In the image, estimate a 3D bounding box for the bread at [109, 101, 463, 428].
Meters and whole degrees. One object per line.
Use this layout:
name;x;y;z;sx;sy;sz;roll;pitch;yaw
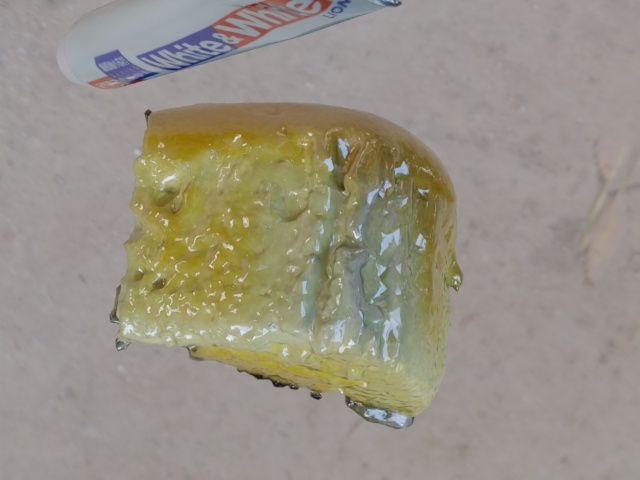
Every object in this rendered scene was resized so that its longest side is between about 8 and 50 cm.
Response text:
bread;0.000;0.000;1.018;0.262;0.163;0.204;16;67;-29

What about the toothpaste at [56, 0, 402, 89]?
toothpaste;-0.048;-0.078;0.542;0.052;0.218;0.033;14;83;-28
